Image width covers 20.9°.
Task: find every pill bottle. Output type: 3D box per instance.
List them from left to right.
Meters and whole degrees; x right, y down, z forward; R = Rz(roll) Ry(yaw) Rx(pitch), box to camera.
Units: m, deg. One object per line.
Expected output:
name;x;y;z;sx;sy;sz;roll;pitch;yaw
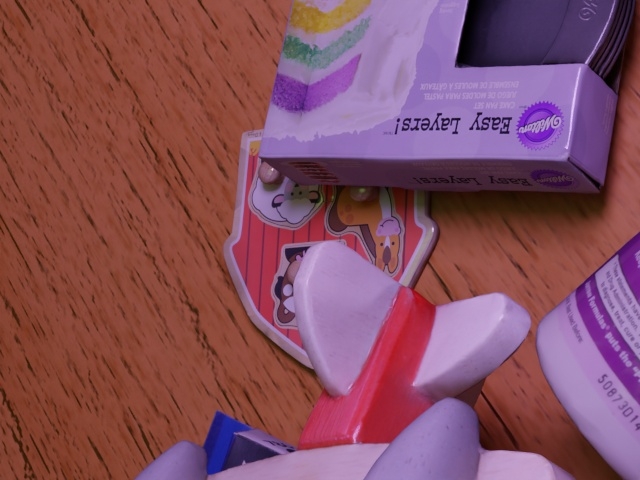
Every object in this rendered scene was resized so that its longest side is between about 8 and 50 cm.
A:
pill bottle;0.285;0.017;1.007;0.301;0.169;0.169;-44;58;19

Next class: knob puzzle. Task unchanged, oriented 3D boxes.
knob puzzle;0.000;0.000;1.299;0.213;0.030;0.213;-9;74;33

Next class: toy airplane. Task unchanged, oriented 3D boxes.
toy airplane;-0.019;0.181;1.036;0.386;0.272;0.384;-62;31;26

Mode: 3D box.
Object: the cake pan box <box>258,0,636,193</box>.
cake pan box;0.100;-0.158;1.230;0.266;0.070;0.246;4;76;34

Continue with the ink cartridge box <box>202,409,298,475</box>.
ink cartridge box;-0.001;0.246;1.219;0.332;0.065;0.165;19;91;38
